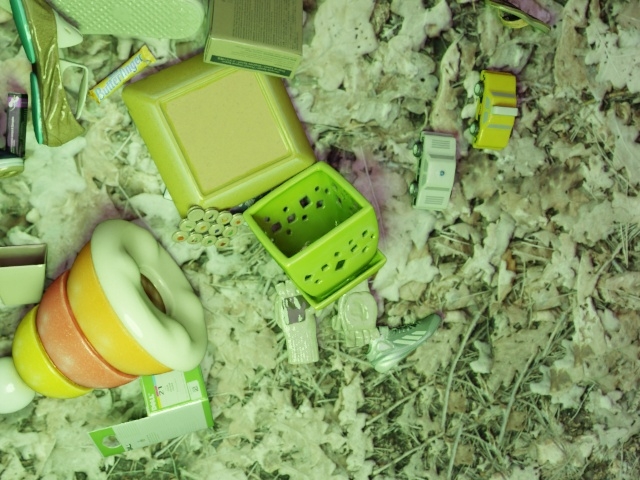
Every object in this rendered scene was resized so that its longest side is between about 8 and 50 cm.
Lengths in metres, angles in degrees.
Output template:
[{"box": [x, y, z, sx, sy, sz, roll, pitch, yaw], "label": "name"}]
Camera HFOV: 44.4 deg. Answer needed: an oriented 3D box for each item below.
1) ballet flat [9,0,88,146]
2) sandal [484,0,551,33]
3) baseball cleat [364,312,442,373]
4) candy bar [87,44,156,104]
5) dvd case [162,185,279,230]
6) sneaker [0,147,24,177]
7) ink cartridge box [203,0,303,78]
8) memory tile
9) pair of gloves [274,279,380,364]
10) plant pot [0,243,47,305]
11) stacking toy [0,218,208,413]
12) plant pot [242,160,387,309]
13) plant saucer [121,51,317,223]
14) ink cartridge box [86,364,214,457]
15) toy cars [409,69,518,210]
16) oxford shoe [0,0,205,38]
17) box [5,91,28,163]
[{"box": [-0.529, -0.353, 1.561, 0.124, 0.116, 0.343, -16, 120, -26], "label": "ballet flat"}, {"box": [0.462, -0.521, 1.848, 0.180, 0.072, 0.049, 20, 115, -21], "label": "sandal"}, {"box": [0.197, 0.228, 1.897, 0.206, 0.072, 0.109, -42, 100, -9], "label": "baseball cleat"}, {"box": [-0.421, -0.348, 1.661, 0.161, 0.018, 0.040, -40, 107, -6], "label": "candy bar"}, {"box": [-0.209, -0.141, 1.747, 0.238, 0.029, 0.179, 18, 94, -16], "label": "dvd case"}, {"box": [-0.680, -0.187, 1.510, 0.099, 0.282, 0.153, -12, 98, -53], "label": "sneaker"}, {"box": [-0.137, -0.465, 1.624, 0.193, 0.088, 0.235, 8, 63, -15], "label": "ink cartridge box"}, {"box": [-0.242, -0.027, 1.711, 0.148, 0.012, 0.113, 9, 132, -41], "label": "memory tile"}, {"box": [0.013, 0.168, 1.838, 0.240, 0.042, 0.204, -15, 92, -8], "label": "pair of gloves"}, {"box": [-0.625, 0.075, 1.639, 0.108, 0.109, 0.096, -4, 114, -14], "label": "plant pot"}, {"box": [-0.507, 0.209, 1.624, 0.479, 0.351, 0.351, -32, 106, 10], "label": "stacking toy"}, {"box": [0.000, 0.000, 1.717, 0.228, 0.227, 0.207, -35, 133, -8], "label": "plant pot"}, {"box": [-0.204, -0.238, 1.676, 0.332, 0.081, 0.333, -27, 103, -10], "label": "plant saucer"}, {"box": [-0.370, 0.369, 1.703, 0.255, 0.189, 0.097, -14, 61, -11], "label": "ink cartridge box"}, {"box": [0.347, -0.233, 1.848, 0.394, 0.087, 0.176, -46, 107, -4], "label": "toy cars"}, {"box": [-0.454, -0.508, 1.577, 0.448, 0.169, 0.130, 6, 57, -8], "label": "oxford shoe"}, {"box": [-0.613, -0.215, 1.581, 0.029, 0.116, 0.162, 3, 98, -14], "label": "box"}]
